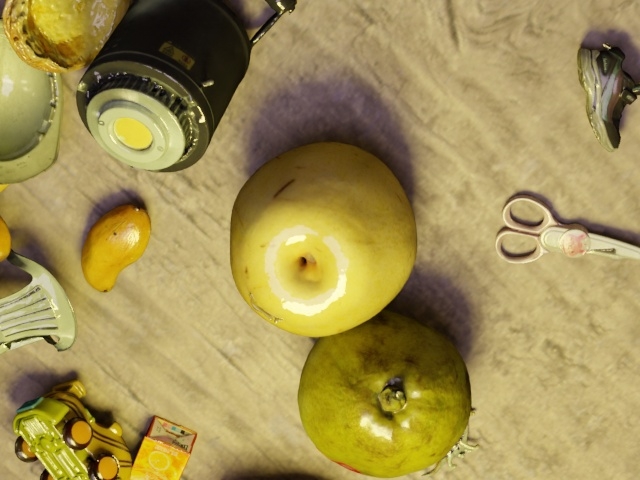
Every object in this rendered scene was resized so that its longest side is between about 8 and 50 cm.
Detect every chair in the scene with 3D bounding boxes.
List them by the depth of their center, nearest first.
[{"bbox_3d":[-0.580,0.138,1.744,0.274,0.190,0.203,-25,112,-12],"label":"chair"}]

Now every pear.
[{"bbox_3d":[0.000,0.000,1.537,0.309,0.309,0.309,3,115,7],"label":"pear"},{"bbox_3d":[0.107,0.251,1.607,0.287,0.375,0.287,0,82,-2],"label":"pear"}]

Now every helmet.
[{"bbox_3d":[-0.528,-0.227,1.589,0.204,0.137,0.258,-10,108,-33],"label":"helmet"}]

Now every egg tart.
[{"bbox_3d":[-0.391,-0.356,1.506,0.090,0.212,0.213,39,120,32],"label":"egg tart"}]

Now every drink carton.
[{"bbox_3d":[-0.320,0.454,1.907,0.096,0.071,0.223,24,115,-4],"label":"drink carton"}]

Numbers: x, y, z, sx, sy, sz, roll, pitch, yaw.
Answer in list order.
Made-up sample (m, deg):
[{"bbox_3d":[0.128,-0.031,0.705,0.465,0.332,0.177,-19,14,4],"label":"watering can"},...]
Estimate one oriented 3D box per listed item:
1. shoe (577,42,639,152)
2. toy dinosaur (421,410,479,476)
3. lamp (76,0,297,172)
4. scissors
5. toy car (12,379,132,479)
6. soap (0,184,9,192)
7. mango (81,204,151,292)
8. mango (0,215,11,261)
[{"bbox_3d":[0.447,-0.219,1.493,0.099,0.071,0.169,-15,108,11],"label":"shoe"},{"bbox_3d":[0.247,0.388,1.815,0.058,0.037,0.180,38,109,16],"label":"toy dinosaur"},{"bbox_3d":[-0.223,-0.240,1.461,0.205,0.272,0.374,40,115,-22],"label":"lamp"},{"bbox_3d":[0.411,-0.002,1.615,0.242,0.030,0.118,11,115,8],"label":"scissors"},{"bbox_3d":[-0.450,0.380,1.851,0.200,0.142,0.248,-17,110,41],"label":"toy car"},{"bbox_3d":[-0.546,-0.109,1.716,0.089,0.012,0.034,-29,107,19],"label":"soap"},{"bbox_3d":[-0.356,0.009,1.710,0.098,0.075,0.190,38,121,-3],"label":"mango"},{"bbox_3d":[-0.621,-0.027,1.689,0.219,0.112,0.145,32,84,15],"label":"mango"}]
